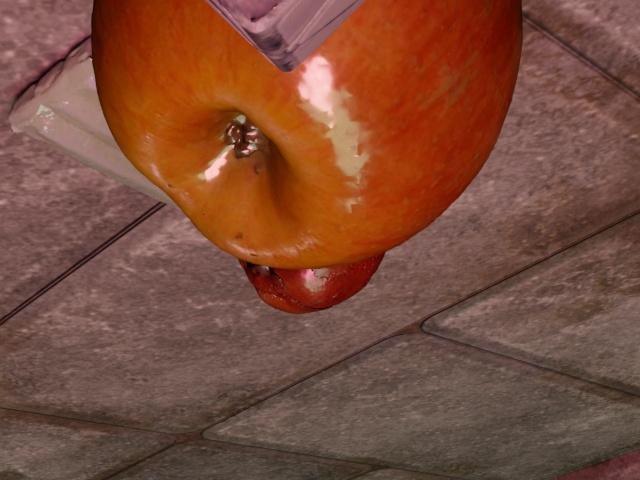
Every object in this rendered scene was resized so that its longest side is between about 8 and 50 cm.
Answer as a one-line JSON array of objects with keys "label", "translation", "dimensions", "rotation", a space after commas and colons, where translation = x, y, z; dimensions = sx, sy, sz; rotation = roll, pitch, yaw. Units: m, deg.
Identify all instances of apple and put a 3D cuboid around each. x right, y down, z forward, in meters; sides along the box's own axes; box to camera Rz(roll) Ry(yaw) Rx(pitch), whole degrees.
[{"label": "apple", "translation": [-0.005, -0.119, 0.673], "dimensions": [0.301, 0.302, 0.301], "rotation": [-7, 152, -4]}]

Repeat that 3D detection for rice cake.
[{"label": "rice cake", "translation": [-0.155, -0.094, 0.911], "dimensions": [0.127, 0.043, 0.237], "rotation": [-28, 147, 28]}]

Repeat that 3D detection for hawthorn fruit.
[{"label": "hawthorn fruit", "translation": [0.000, 0.000, 1.038], "dimensions": [0.172, 0.148, 0.148], "rotation": [-12, 159, -38]}]

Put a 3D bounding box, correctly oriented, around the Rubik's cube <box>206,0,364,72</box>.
[{"label": "Rubik's cube", "translation": [-0.019, -0.215, 0.423], "dimensions": [0.205, 0.205, 0.207], "rotation": [-45, -176, 3]}]
